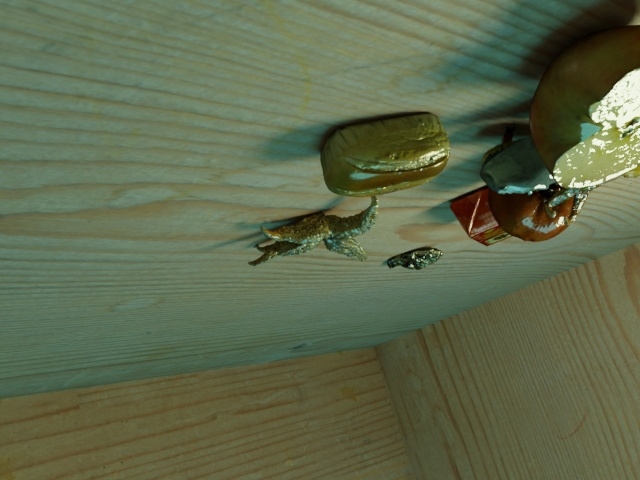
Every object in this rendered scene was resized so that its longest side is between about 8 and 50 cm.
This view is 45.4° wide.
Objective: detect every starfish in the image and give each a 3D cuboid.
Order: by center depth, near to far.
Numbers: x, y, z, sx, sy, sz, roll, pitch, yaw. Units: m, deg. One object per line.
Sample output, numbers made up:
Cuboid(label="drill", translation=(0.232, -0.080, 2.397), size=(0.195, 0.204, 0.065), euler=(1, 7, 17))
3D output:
Cuboid(label="starfish", translation=(0.548, -0.131, 1.582), size=(0.150, 0.053, 0.209), euler=(3, 121, -38))
Cuboid(label="starfish", translation=(-0.026, -0.003, 1.733), size=(0.293, 0.084, 0.301), euler=(-11, 161, -7))

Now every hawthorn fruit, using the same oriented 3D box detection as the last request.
Cuboid(label="hawthorn fruit", translation=(0.472, -0.091, 1.746), size=(0.207, 0.207, 0.243), euler=(-14, 169, -10))

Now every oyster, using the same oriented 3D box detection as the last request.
Cuboid(label="oyster", translation=(0.294, 0.060, 2.364), size=(0.177, 0.056, 0.105), euler=(-15, 158, 11))

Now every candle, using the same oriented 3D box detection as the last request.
Cuboid(label="candle", translation=(0.386, -0.203, 1.577), size=(0.021, 0.026, 0.167), euler=(-41, 161, -1))

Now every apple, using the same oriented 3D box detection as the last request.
Cuboid(label="apple", translation=(0.466, -0.239, 1.243), size=(0.251, 0.163, 0.293), euler=(-12, 149, -22))

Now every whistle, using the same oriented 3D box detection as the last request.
Cuboid(label="whistle", translation=(0.458, -0.166, 1.440), size=(0.348, 0.189, 0.189), euler=(-24, 166, -8))

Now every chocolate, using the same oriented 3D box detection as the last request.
Cuboid(label="chocolate", translation=(0.480, -0.079, 1.967), size=(0.235, 0.108, 0.237), euler=(-24, 162, 19))

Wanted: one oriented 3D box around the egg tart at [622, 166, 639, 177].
Cuboid(label="egg tart", translation=(0.709, -0.229, 1.632), size=(0.341, 0.132, 0.341), euler=(-17, 164, -5))

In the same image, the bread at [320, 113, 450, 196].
Cuboid(label="bread", translation=(0.117, -0.145, 1.337), size=(0.236, 0.106, 0.140), euler=(-13, 162, -19))

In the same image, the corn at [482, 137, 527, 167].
Cuboid(label="corn", translation=(0.435, -0.170, 1.552), size=(0.260, 0.091, 0.091), euler=(-13, 124, -31))
